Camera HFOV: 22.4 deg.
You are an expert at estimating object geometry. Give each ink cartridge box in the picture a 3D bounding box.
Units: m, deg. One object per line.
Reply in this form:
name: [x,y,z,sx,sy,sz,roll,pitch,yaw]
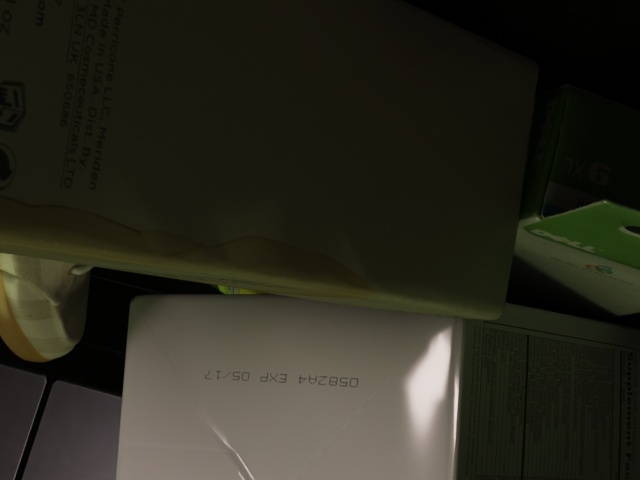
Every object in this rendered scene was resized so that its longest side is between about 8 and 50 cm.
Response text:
ink cartridge box: [0.126,-0.015,0.705,0.109,0.062,0.209,18,168,-15]

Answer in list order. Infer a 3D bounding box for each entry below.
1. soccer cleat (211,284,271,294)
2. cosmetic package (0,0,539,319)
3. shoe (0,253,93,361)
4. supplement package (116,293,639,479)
soccer cleat: [-0.001,0.001,0.871,0.121,0.093,0.289,11,166,22]
cosmetic package: [-0.066,-0.044,0.568,0.160,0.113,0.309,6,176,35]
shoe: [-0.119,-0.028,0.737,0.058,0.076,0.219,9,128,9]
supplement package: [0.057,0.137,0.820,0.199,0.198,0.263,-1,172,38]
